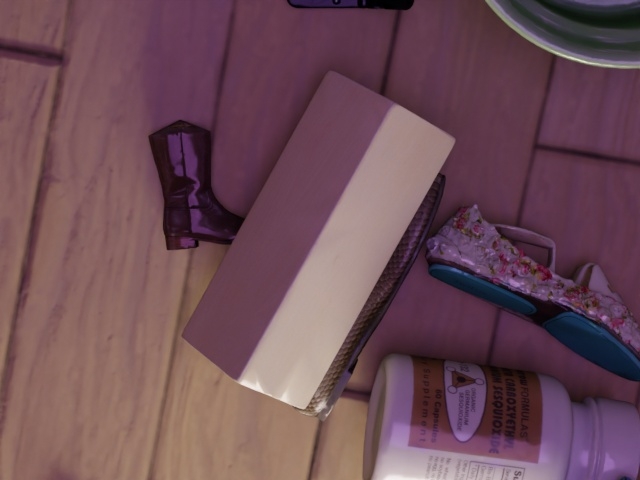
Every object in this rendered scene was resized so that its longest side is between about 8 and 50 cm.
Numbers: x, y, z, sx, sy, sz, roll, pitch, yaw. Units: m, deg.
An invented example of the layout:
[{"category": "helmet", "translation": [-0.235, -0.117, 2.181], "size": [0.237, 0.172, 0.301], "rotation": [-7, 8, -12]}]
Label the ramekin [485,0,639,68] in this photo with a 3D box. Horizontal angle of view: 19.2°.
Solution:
[{"category": "ramekin", "translation": [0.252, -0.302, 1.595], "size": [0.303, 0.148, 0.303], "rotation": [0, 101, 0]}]

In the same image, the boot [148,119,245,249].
[{"category": "boot", "translation": [-0.094, -0.053, 1.678], "size": [0.106, 0.037, 0.114], "rotation": [-7, 95, -5]}]

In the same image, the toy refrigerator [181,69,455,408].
[{"category": "toy refrigerator", "translation": [0.000, 0.000, 1.640], "size": [0.094, 0.102, 0.269], "rotation": [26, 94, -40]}]

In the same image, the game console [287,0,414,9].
[{"category": "game console", "translation": [0.025, -0.260, 1.634], "size": [0.107, 0.071, 0.122], "rotation": [0, 98, -4]}]

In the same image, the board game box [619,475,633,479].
[{"category": "board game box", "translation": [0.303, 0.404, 1.682], "size": [0.308, 0.086, 0.302], "rotation": [33, 121, -6]}]

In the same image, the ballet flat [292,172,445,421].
[{"category": "ballet flat", "translation": [0.037, 0.044, 1.683], "size": [0.058, 0.084, 0.250], "rotation": [29, 101, 2]}]

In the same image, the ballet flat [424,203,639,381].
[{"category": "ballet flat", "translation": [0.207, 0.041, 1.691], "size": [0.241, 0.091, 0.077], "rotation": [29, 71, -11]}]

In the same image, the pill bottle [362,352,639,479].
[{"category": "pill bottle", "translation": [0.159, 0.178, 1.680], "size": [0.229, 0.131, 0.131], "rotation": [8, 98, -5]}]
